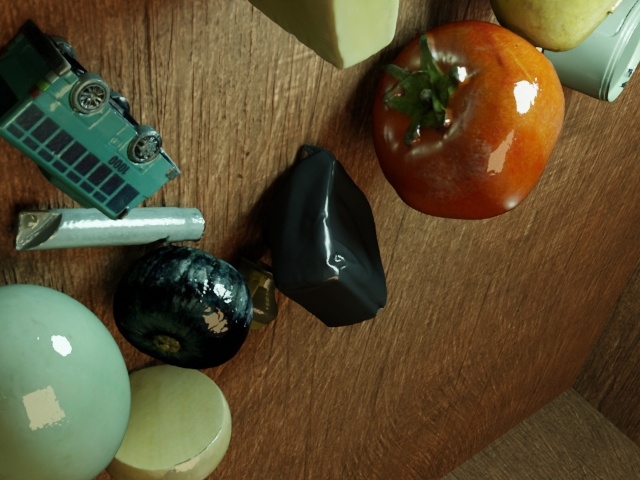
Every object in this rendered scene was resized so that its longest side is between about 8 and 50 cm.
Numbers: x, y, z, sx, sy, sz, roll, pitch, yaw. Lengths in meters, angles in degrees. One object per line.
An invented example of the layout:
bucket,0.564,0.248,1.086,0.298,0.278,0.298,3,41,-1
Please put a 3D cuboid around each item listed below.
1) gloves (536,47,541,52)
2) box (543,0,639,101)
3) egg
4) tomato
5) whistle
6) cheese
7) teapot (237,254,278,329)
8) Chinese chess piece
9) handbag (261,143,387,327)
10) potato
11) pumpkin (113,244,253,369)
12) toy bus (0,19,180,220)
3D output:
gloves,0.380,-0.300,1.624,0.145,0.126,0.241,-12,115,-80
box,0.585,-0.420,1.666,0.226,0.149,0.226,-45,152,-33
egg,-0.420,0.226,1.163,0.276,0.276,0.389,-32,147,-21
tomato,0.252,-0.201,1.399,0.273,0.341,0.341,23,108,-47
whistle,-0.315,-0.020,1.214,0.312,0.062,0.062,-3,128,-47
cheese,-0.026,-0.374,0.963,0.124,0.265,0.242,-36,147,-14
teapot,-0.131,0.097,1.477,0.119,0.130,0.166,-64,-178,1
Chinese chess piece,-0.288,0.347,1.467,0.251,0.251,0.097,-25,138,-30
handbag,-0.003,0.002,1.491,0.178,0.275,0.302,-16,157,16
potato,0.367,-0.465,1.278,0.397,0.290,0.296,-4,124,-52
pumpkin,-0.227,0.114,1.315,0.233,0.233,0.163,83,16,-51
toy bus,-0.311,-0.140,1.029,0.147,0.128,0.256,-43,145,-2
